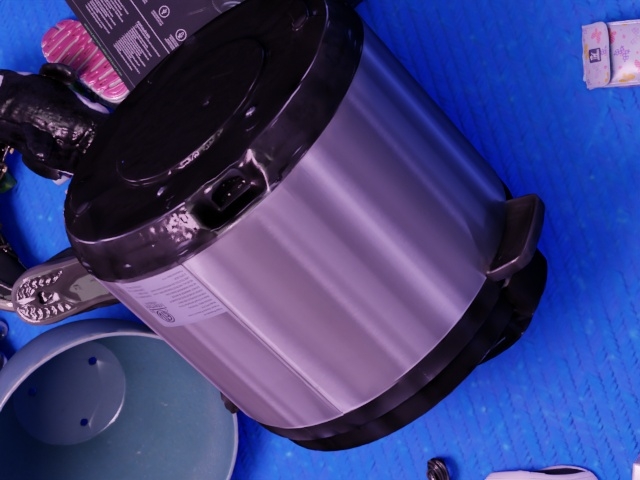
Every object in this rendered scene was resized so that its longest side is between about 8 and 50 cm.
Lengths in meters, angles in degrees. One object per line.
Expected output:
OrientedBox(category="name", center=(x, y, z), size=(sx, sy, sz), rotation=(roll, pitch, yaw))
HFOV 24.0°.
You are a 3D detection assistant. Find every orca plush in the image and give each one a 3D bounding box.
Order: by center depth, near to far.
OrientedBox(category="orca plush", center=(-0.294, -0.096, 1.706), size=(0.287, 0.102, 0.151), rotation=(39, 125, -2))

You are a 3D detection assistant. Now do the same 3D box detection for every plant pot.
OrientedBox(category="plant pot", center=(-0.263, 0.208, 1.722), size=(0.290, 0.195, 0.290), rotation=(-8, 110, -22))

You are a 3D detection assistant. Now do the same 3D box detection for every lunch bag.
OrientedBox(category="lunch bag", center=(0.316, -0.195, 1.582), size=(0.083, 0.053, 0.071), rotation=(0, 93, 28))

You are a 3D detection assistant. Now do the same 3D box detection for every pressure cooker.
OrientedBox(category="pressure cooker", center=(-0.003, 0.005, 1.516), size=(0.375, 0.370, 0.420), rotation=(-46, 117, -2))

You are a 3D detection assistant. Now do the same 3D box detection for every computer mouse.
OrientedBox(category="computer mouse", center=(0.214, 0.286, 1.662), size=(0.193, 0.042, 0.106), rotation=(-8, 91, 20))

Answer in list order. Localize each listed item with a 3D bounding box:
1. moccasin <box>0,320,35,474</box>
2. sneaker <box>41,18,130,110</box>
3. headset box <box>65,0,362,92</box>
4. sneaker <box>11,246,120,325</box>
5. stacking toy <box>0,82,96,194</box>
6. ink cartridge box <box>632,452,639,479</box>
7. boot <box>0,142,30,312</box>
OrientedBox(category="moccasin", center=(-0.433, 0.185, 1.843), size=(0.138, 0.117, 0.342), rotation=(-25, 84, 27))
OrientedBox(category="sneaker", center=(-0.266, -0.199, 1.778), size=(0.063, 0.075, 0.170), rotation=(-47, 56, -9))
OrientedBox(category="headset box", center=(-0.121, -0.298, 1.682), size=(0.283, 0.131, 0.246), rotation=(-40, 81, 18))
OrientedBox(category="sneaker", center=(-0.235, 0.034, 1.725), size=(0.227, 0.130, 0.087), rotation=(-17, 99, -2))
OrientedBox(category="stacking toy", center=(-0.299, -0.061, 1.806), size=(0.167, 0.052, 0.221), rotation=(-37, 82, 18))
OrientedBox(category="ink cartridge box", center=(0.388, 0.290, 1.589), size=(0.115, 0.067, 0.198), rotation=(2, 95, 19))
OrientedBox(category="boot", center=(-0.398, -0.032, 1.790), size=(0.236, 0.085, 0.178), rotation=(29, 108, 26))
